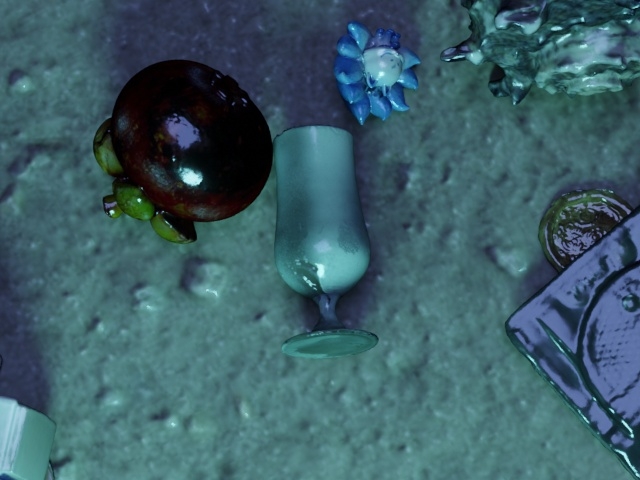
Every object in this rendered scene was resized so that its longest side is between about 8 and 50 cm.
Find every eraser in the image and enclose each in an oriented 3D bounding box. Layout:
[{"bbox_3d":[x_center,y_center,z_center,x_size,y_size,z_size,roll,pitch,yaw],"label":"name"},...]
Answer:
[{"bbox_3d":[-0.417,0.183,1.737,0.279,0.124,0.081,10,77,8],"label":"eraser"}]

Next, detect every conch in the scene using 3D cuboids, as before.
[{"bbox_3d":[0.267,-0.230,1.771,0.241,0.313,0.186,21,55,-1],"label":"conch"}]

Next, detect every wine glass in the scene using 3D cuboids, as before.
[{"bbox_3d":[0.000,0.000,1.804,0.103,0.103,0.231,-6,72,-1],"label":"wine glass"}]

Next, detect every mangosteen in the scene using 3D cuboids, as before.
[{"bbox_3d":[-0.149,-0.089,1.805,0.200,0.200,0.200,0,75,0],"label":"mangosteen"}]

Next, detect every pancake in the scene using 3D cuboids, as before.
[{"bbox_3d":[0.290,-0.006,1.850,0.115,0.011,0.115,0,74,-1],"label":"pancake"}]

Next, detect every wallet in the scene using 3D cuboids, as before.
[{"bbox_3d":[0.382,0.129,1.794,0.247,0.041,0.323,-41,84,-6],"label":"wallet"}]

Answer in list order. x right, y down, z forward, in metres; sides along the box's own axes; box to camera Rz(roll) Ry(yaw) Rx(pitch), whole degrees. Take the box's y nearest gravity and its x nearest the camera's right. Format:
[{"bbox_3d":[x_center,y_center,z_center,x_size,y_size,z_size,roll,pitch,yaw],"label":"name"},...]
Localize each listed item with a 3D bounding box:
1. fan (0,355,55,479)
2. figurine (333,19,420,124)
[{"bbox_3d":[-0.344,0.226,1.792,0.152,0.008,0.226,0,76,1],"label":"fan"},{"bbox_3d":[0.056,-0.175,1.861,0.114,0.079,0.114,8,78,-44],"label":"figurine"}]
